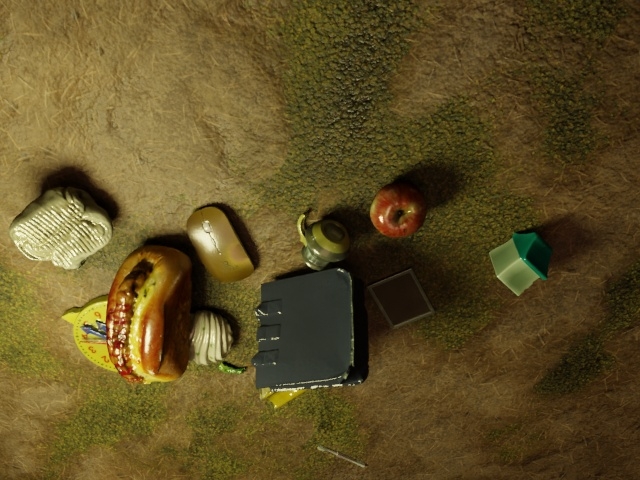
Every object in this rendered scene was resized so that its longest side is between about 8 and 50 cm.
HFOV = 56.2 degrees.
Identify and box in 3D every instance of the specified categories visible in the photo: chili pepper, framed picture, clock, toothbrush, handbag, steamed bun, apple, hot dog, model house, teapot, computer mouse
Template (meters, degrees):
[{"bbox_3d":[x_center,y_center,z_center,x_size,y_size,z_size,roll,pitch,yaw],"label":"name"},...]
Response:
[{"bbox_3d":[-0.284,0.409,1.903,0.091,0.030,0.034,16,95,-12],"label":"chili pepper"},{"bbox_3d":[0.238,0.173,1.765,0.142,0.011,0.183,-24,118,14],"label":"framed picture"},{"bbox_3d":[-0.607,0.289,1.807,0.277,0.071,0.293,-30,117,17],"label":"clock"},{"bbox_3d":[0.074,0.764,2.124,0.194,0.014,0.017,26,118,-15],"label":"toothbrush"},{"bbox_3d":[-0.032,0.245,1.619,0.329,0.303,0.122,-13,153,28],"label":"handbag"},{"bbox_3d":[-0.678,-0.037,1.573,0.218,0.144,0.211,-45,124,-9],"label":"steamed bun"},{"bbox_3d":[0.201,-0.079,1.545,0.146,0.131,0.146,0,107,-1],"label":"apple"},{"bbox_3d":[-0.469,0.225,1.626,0.185,0.223,0.405,11,109,13],"label":"hot dog"},{"bbox_3d":[0.551,0.051,1.622,0.100,0.127,0.149,37,119,-20],"label":"model house"},{"bbox_3d":[0.000,0.000,1.610,0.165,0.130,0.119,45,133,11],"label":"teapot"},{"bbox_3d":[-0.346,0.298,1.792,0.183,0.106,0.183,1,123,1],"label":"steamed bun"},{"bbox_3d":[-0.274,0.019,1.652,0.126,0.056,0.245,-18,118,10],"label":"computer mouse"}]

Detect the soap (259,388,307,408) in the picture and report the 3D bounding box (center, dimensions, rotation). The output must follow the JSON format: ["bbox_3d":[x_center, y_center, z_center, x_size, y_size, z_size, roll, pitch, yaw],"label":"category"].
[{"bbox_3d":[-0.039,0.337,1.763,0.315,0.199,0.091,-35,122,17],"label":"soap"}]
